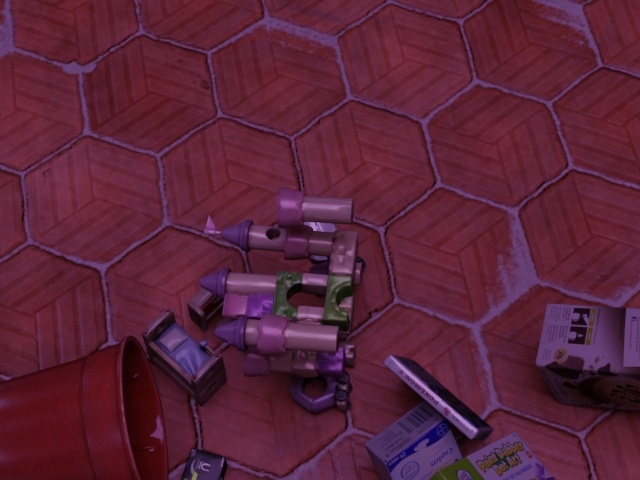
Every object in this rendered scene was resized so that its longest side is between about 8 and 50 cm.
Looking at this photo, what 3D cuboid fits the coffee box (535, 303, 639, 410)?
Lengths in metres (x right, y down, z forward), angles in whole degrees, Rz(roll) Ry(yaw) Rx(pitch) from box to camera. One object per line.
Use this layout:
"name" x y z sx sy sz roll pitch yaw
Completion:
"coffee box" 0.520 0.195 1.843 0.297 0.168 0.119 1 61 28

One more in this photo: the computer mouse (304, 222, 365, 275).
"computer mouse" 0.000 0.000 2.060 0.106 0.042 0.193 -24 67 -11

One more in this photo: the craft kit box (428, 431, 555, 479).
"craft kit box" 0.308 0.434 1.766 0.247 0.061 0.249 49 32 21

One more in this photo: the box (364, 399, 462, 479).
"box" 0.157 0.353 1.831 0.126 0.137 0.072 -33 31 -16

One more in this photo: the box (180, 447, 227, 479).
"box" -0.193 0.391 1.860 0.062 0.052 0.083 14 63 6

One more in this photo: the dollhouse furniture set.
"dollhouse furniture set" -0.188 0.156 1.933 0.129 0.129 0.183 39 70 17

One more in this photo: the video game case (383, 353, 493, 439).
"video game case" 0.195 0.256 1.856 0.183 0.201 0.023 40 93 17

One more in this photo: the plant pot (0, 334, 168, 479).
"plant pot" -0.402 0.309 1.797 0.265 0.272 0.273 -12 64 2

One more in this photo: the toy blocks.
"toy blocks" -0.077 0.101 1.874 0.260 0.309 0.289 3 64 8
